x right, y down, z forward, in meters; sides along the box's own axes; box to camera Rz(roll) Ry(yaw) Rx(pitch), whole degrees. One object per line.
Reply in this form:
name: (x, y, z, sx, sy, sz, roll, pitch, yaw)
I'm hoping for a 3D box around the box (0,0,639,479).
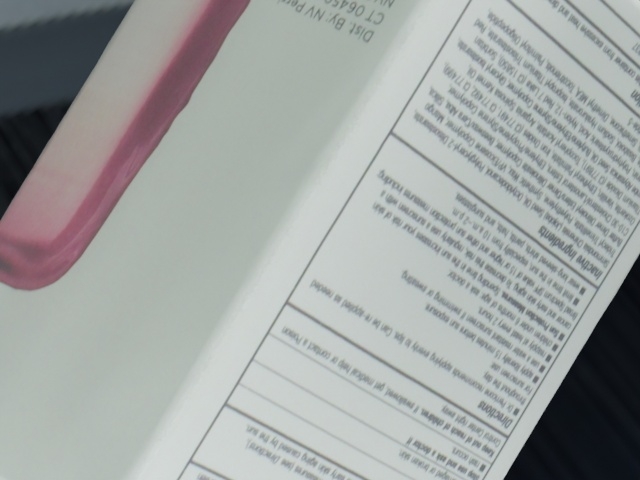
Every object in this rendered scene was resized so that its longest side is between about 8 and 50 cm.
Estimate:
box: (0.000, 0.000, 0.641, 0.148, 0.127, 0.232, 34, 87, -44)
